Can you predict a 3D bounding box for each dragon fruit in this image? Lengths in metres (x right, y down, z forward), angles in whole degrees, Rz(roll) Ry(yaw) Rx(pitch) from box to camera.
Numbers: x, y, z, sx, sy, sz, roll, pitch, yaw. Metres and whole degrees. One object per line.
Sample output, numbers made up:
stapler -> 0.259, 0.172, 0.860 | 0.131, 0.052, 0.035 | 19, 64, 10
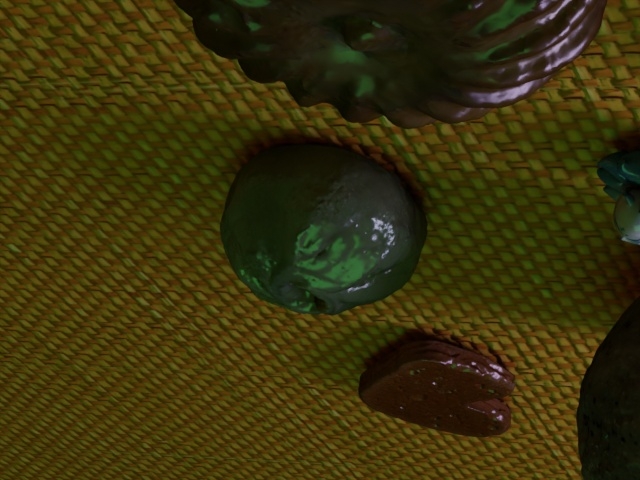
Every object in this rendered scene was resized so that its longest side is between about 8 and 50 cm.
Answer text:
dragon fruit -> 0.348, 0.119, 1.730 | 0.283, 0.204, 0.221 | -18, -159, -27

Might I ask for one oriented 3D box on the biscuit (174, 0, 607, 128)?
biscuit -> 0.042, -0.177, 1.365 | 0.325, 0.107, 0.326 | 7, 153, 4

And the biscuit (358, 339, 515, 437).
biscuit -> 0.144, 0.160, 2.093 | 0.186, 0.036, 0.192 | 18, 154, -17

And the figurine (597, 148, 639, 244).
figurine -> 0.270, -0.036, 1.571 | 0.114, 0.079, 0.114 | 53, 178, 3

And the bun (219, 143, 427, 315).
bun -> 0.000, 0.000, 1.731 | 0.195, 0.118, 0.195 | 11, 152, 6
